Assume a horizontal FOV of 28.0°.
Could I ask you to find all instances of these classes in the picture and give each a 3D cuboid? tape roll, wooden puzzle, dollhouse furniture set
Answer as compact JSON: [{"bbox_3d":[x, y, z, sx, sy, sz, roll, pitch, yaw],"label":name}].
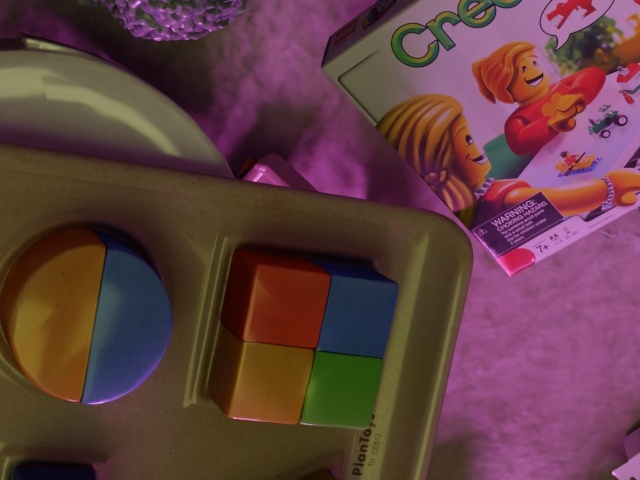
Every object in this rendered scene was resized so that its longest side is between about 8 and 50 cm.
[{"bbox_3d":[-0.187,0.016,0.811,0.286,0.100,0.286,-3,102,-15],"label":"tape roll"},{"bbox_3d":[-0.091,0.121,0.766,0.348,0.080,0.322,9,99,-18],"label":"wooden puzzle"},{"bbox_3d":[0.000,0.000,0.908,0.152,0.058,0.076,42,124,-1],"label":"dollhouse furniture set"}]

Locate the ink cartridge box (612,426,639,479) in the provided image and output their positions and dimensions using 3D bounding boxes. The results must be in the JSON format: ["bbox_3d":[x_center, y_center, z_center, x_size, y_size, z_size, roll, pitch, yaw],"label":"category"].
[{"bbox_3d":[0.271,0.162,1.000,0.048,0.028,0.083,40,115,-21],"label":"ink cartridge box"}]

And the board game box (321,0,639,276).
[{"bbox_3d":[0.177,-0.122,0.742,0.305,0.053,0.193,-32,115,29],"label":"board game box"}]

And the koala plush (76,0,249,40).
[{"bbox_3d":[-0.082,-0.245,0.655,0.196,0.203,0.221,-33,124,-26],"label":"koala plush"}]
